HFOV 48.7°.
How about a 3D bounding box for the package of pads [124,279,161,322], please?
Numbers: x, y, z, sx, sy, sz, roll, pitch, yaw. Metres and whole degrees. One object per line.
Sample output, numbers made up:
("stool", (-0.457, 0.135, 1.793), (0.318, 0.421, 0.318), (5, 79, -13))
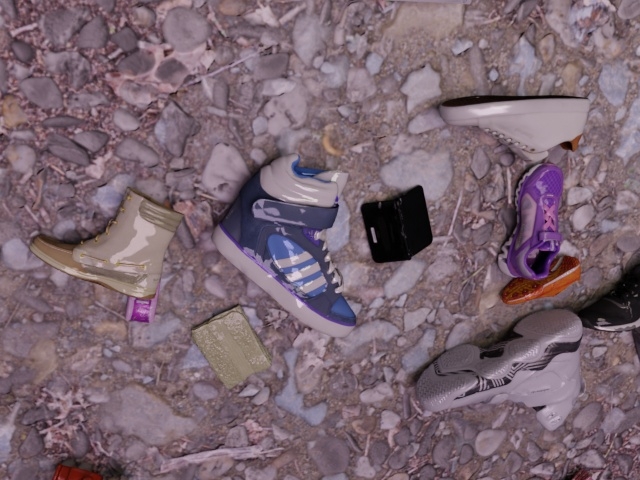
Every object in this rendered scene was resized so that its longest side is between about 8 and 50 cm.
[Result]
("package of pads", (-0.307, 0.099, 1.222), (0.050, 0.032, 0.083), (10, 107, -15))

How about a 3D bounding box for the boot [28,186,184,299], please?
("boot", (-0.344, -0.013, 1.146), (0.213, 0.077, 0.165), (21, 96, -8))

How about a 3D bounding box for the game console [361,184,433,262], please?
("game console", (0.143, -0.030, 1.308), (0.107, 0.071, 0.122), (-7, 114, 20))

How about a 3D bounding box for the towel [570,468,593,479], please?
("towel", (0.537, 0.704, 1.679), (0.329, 0.037, 0.237), (-33, 117, 0))

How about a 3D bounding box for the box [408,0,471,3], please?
("box", (0.174, -0.453, 1.076), (0.145, 0.038, 0.186), (3, 140, 1))

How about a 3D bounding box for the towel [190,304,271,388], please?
("towel", (-0.163, 0.199, 1.301), (0.110, 0.027, 0.148), (-28, 115, -3))

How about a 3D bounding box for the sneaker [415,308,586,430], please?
("sneaker", (0.379, 0.300, 1.425), (0.365, 0.137, 0.210), (-24, 112, -9))

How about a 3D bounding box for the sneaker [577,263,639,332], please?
("sneaker", (0.649, 0.103, 1.461), (0.283, 0.107, 0.124), (-11, 102, -18))

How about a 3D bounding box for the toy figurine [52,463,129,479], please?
("toy figurine", (-0.434, 0.528, 1.249), (0.148, 0.209, 0.213), (20, 105, -10))

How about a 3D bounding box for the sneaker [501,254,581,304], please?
("sneaker", (0.445, 0.094, 1.411), (0.175, 0.064, 0.067), (-22, 124, -4))

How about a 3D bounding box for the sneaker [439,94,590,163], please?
("sneaker", (0.345, -0.194, 1.250), (0.290, 0.106, 0.123), (-2, 108, -16))

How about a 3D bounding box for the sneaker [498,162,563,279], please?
("sneaker", (0.417, -0.026, 1.334), (0.095, 0.104, 0.237), (6, 107, -16))

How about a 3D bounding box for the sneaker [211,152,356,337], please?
("sneaker", (0.000, 0.000, 1.214), (0.322, 0.130, 0.236), (39, 100, -19))

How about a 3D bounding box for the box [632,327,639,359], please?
("box", (0.817, 0.220, 1.561), (0.231, 0.056, 0.183), (-29, 115, -4))
